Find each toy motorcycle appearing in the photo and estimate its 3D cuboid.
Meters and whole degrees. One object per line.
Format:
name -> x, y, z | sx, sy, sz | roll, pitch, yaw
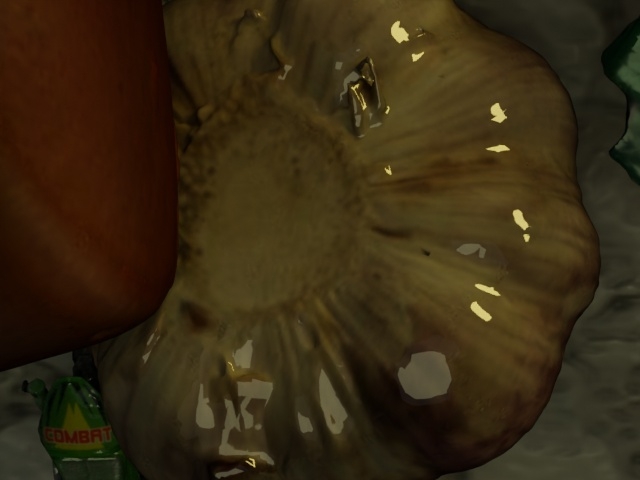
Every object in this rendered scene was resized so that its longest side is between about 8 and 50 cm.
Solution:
toy motorcycle -> -0.096, 0.132, 0.877 | 0.074, 0.106, 0.190 | -3, 110, 8

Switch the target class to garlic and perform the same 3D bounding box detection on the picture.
garlic -> 0.000, 0.000, 0.792 | 0.245, 0.160, 0.245 | -3, 81, 17

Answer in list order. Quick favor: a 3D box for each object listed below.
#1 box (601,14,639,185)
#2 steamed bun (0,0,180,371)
box -> 0.306, -0.069, 0.757 | 0.336, 0.106, 0.264 | 34, 110, -6
steamed bun -> -0.193, -0.132, 0.666 | 0.235, 0.248, 0.379 | -13, 76, 14
